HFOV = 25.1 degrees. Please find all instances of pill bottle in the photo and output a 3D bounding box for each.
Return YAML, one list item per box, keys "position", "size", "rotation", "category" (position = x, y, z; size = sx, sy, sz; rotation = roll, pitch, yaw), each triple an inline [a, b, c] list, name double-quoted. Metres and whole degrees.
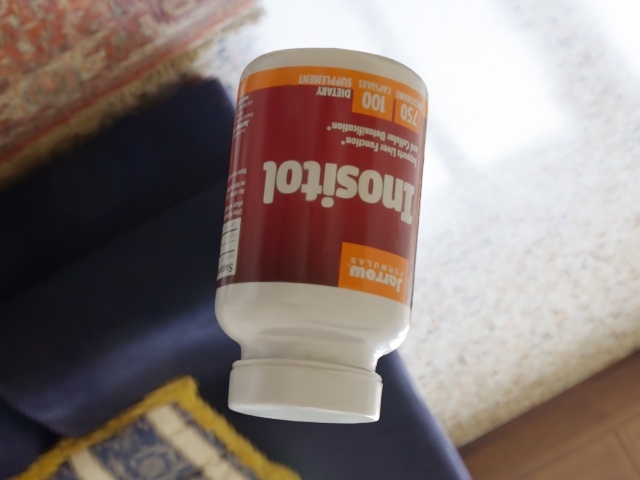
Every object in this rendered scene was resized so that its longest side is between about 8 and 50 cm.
- position: [0.000, 0.000, 0.623]
  size: [0.086, 0.152, 0.086]
  rotation: [5, 168, 1]
  category: "pill bottle"
